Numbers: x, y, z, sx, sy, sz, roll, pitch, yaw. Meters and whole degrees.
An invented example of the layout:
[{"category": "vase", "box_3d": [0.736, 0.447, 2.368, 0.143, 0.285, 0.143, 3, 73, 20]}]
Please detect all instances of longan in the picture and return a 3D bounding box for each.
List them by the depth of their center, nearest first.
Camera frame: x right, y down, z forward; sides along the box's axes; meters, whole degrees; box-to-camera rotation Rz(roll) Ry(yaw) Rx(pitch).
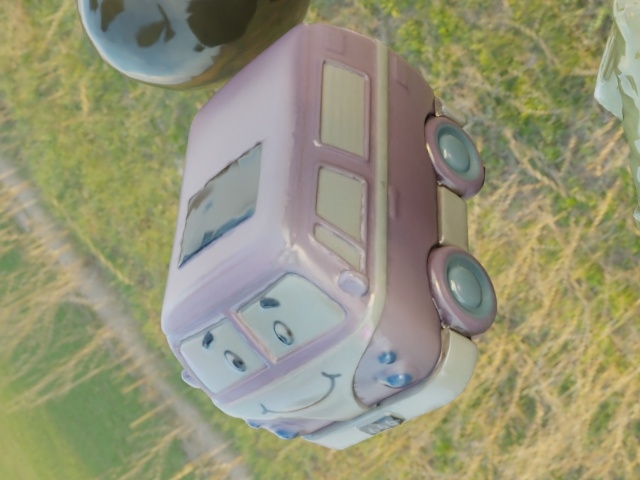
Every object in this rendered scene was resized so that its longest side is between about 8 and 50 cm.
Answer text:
[{"category": "longan", "box_3d": [-0.075, -0.195, 0.718, 0.159, 0.204, 0.185, 46, -163, -16]}]

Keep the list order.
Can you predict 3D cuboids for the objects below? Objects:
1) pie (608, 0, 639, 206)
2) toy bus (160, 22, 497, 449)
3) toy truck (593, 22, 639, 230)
[{"category": "pie", "box_3d": [0.240, -0.077, 0.363, 0.083, 0.339, 0.339, 34, 146, 57]}, {"category": "toy bus", "box_3d": [0.000, 0.000, 0.580, 0.142, 0.202, 0.142, 29, 137, -32]}, {"category": "toy truck", "box_3d": [0.349, -0.136, 0.722, 0.181, 0.405, 0.254, 38, 125, 29]}]
